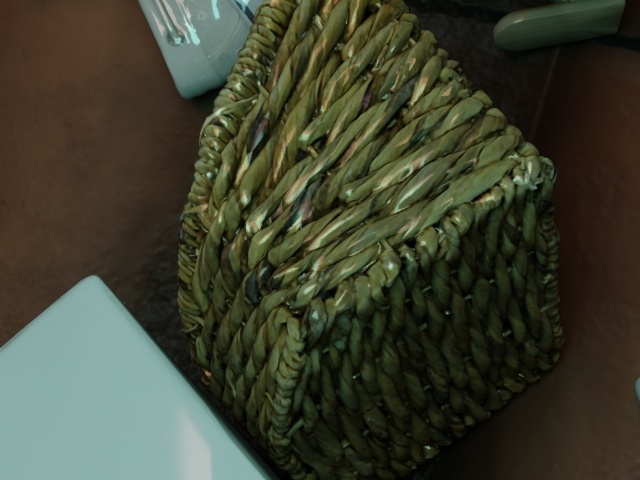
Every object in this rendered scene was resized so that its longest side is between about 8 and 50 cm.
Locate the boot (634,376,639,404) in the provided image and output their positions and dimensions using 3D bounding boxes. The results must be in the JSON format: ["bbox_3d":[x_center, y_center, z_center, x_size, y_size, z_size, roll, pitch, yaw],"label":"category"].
[{"bbox_3d":[0.329,0.093,1.125,0.258,0.095,0.123,-21,69,8],"label":"boot"}]

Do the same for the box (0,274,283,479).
[{"bbox_3d":[-0.106,0.200,1.046,0.215,0.345,0.168,-41,65,-5],"label":"box"}]

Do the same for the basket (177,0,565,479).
[{"bbox_3d":[0.000,0.000,1.126,0.213,0.299,0.223,-35,66,-8],"label":"basket"}]

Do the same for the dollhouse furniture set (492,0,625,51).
[{"bbox_3d":[0.108,-0.267,1.242,0.161,0.242,0.212,-11,66,-5],"label":"dollhouse furniture set"}]

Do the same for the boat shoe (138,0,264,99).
[{"bbox_3d":[-0.170,-0.247,1.378,0.156,0.136,0.367,-36,74,1],"label":"boat shoe"}]
